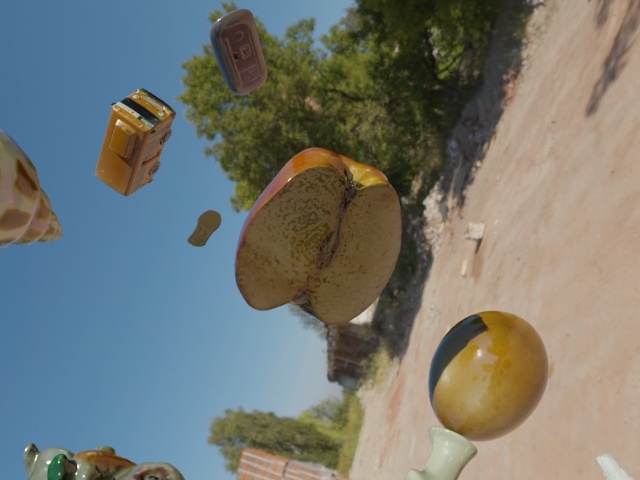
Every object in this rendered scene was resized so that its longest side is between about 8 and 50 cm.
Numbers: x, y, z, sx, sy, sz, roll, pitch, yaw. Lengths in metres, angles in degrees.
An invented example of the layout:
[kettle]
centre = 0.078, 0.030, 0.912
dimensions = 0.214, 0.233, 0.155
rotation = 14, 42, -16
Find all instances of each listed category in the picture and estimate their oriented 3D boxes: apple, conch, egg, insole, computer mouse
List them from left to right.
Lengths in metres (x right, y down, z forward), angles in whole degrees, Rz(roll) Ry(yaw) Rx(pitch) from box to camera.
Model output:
[conch]
centre = -0.622, -0.099, 0.931
dimensions = 0.197, 0.249, 0.368
rotation = -59, -34, -42
[insole]
centre = -0.218, -0.025, 0.994
dimensions = 0.135, 0.045, 0.002
rotation = -75, 3, -59
[computer mouse]
centre = -0.198, -0.462, 1.296
dimensions = 0.120, 0.057, 0.232
rotation = -31, -30, -9
[apple]
centre = 0.000, 0.000, 1.096
dimensions = 0.328, 0.295, 0.365
rotation = -22, -42, -63
[egg]
centre = 0.430, 0.350, 1.372
dimensions = 0.351, 0.282, 0.282
rotation = -60, -6, 4

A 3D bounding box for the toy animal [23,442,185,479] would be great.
[toy animal]
centre = -0.197, 0.274, 0.520
dimensions = 0.127, 0.251, 0.125
rotation = 70, -155, -58

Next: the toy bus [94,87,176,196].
[toy bus]
centre = -0.385, -0.199, 1.082
dimensions = 0.201, 0.098, 0.114
rotation = -54, 2, 39

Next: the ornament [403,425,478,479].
[ornament]
centre = 0.123, 0.301, 0.613
dimensions = 0.156, 0.081, 0.075
rotation = -53, 11, -30

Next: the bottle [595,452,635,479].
[bottle]
centre = 0.451, 0.390, 0.712
dimensions = 0.217, 0.060, 0.060
rotation = -110, 26, -56
